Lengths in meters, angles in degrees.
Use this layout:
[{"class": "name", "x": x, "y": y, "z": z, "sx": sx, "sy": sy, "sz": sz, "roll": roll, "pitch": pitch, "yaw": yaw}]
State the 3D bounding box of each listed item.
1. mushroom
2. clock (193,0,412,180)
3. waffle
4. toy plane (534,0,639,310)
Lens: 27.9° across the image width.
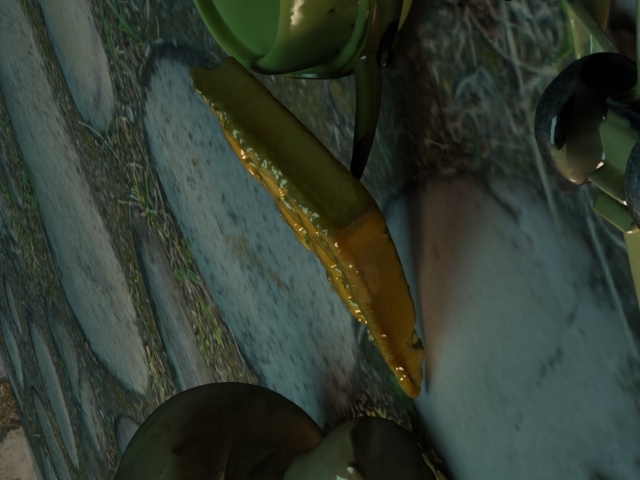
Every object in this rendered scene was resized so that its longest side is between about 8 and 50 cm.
[{"class": "mushroom", "x": -0.025, "y": 0.175, "z": 0.776, "sx": 0.206, "sy": 0.209, "sz": 0.206, "roll": 54, "pitch": -175, "yaw": -7}, {"class": "clock", "x": -0.015, "y": -0.146, "z": 0.588, "sx": 0.232, "sy": 0.069, "sz": 0.170, "roll": 61, "pitch": 157, "yaw": 25}, {"class": "waffle", "x": 0.000, "y": 0.000, "z": 0.643, "sx": 0.125, "sy": 0.032, "sz": 0.191, "roll": 45, "pitch": 169, "yaw": 27}, {"class": "toy plane", "x": 0.120, "y": -0.001, "z": 0.352, "sx": 0.242, "sy": 0.104, "sz": 0.256, "roll": -124, "pitch": 28, "yaw": -71}]
